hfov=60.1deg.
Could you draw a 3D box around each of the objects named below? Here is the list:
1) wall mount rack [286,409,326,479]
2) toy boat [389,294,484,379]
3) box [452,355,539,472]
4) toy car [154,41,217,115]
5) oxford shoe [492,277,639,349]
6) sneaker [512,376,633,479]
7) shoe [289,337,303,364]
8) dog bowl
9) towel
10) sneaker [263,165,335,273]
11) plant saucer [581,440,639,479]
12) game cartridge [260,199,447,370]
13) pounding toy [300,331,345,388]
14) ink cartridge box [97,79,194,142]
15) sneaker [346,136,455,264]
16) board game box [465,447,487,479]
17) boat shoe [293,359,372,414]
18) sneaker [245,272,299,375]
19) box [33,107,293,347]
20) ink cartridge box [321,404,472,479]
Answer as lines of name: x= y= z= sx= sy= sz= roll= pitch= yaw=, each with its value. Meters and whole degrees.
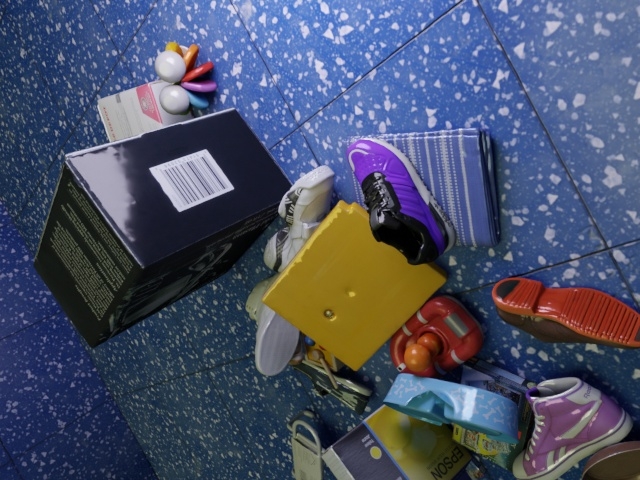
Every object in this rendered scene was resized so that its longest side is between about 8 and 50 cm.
wall mount rack: x=0.037 y=0.667 z=1.644 sx=0.304 sy=0.131 sz=0.349 roll=20 pitch=124 yaw=38
toy boat: x=0.233 y=0.233 z=1.205 sx=0.151 sy=0.151 sz=0.231 roll=49 pitch=135 yaw=12
box: x=0.385 y=0.386 z=1.226 sx=0.159 sy=0.044 sz=0.232 roll=21 pitch=124 yaw=33
toy car: x=-0.332 y=-0.408 z=1.405 sx=0.137 sy=0.159 sz=0.181 roll=1 pitch=118 yaw=2
oxford shoe: x=0.455 y=0.146 z=1.016 sx=0.272 sy=0.097 sz=0.098 roll=18 pitch=143 yaw=40
sneaker: x=0.450 y=0.370 z=1.106 sx=0.161 sy=0.102 sz=0.282 roll=38 pitch=123 yaw=4
shoe: x=-0.097 y=0.278 z=1.529 sx=0.219 sy=0.077 sz=0.058 roll=-136 pitch=44 yaw=-70
dog bowl: x=0.276 y=0.349 z=1.170 sx=0.297 sy=0.074 sz=0.166 roll=2 pitch=153 yaw=43
towel: x=0.201 y=-0.109 z=1.143 sx=0.336 sy=0.040 sz=0.243 roll=6 pitch=118 yaw=42
sneaker: x=0.000 y=0.000 z=1.312 sx=0.210 sy=0.137 sz=0.365 roll=43 pitch=139 yaw=15
plant saucer: x=0.567 y=0.419 z=1.029 sx=0.169 sy=0.029 sz=0.168 roll=-2 pitch=131 yaw=-2
game cartridge: x=0.068 y=0.103 z=1.232 sx=0.285 sy=0.052 sz=0.323 roll=38 pitch=113 yaw=-5
pounding toy: x=0.015 y=0.295 z=1.474 sx=0.130 sy=0.100 sz=0.141 roll=8 pitch=117 yaw=40
ink cartridge box: x=-0.493 y=-0.335 z=1.588 sx=0.283 sy=0.117 sz=0.207 roll=1 pitch=113 yaw=42
sneaker: x=0.136 y=-0.074 z=1.087 sx=0.293 sy=0.146 sz=0.102 roll=51 pitch=139 yaw=6
board game box: x=0.349 y=0.553 z=1.365 sx=0.090 sy=0.020 sz=0.090 roll=47 pitch=135 yaw=15
boat shoe: x=0.022 y=0.398 z=1.522 sx=0.255 sy=0.095 sz=0.079 roll=18 pitch=81 yaw=28
sneaker: x=-0.138 y=0.225 z=1.491 sx=0.108 sy=0.292 sz=0.169 roll=28 pitch=150 yaw=-27
box: x=-0.397 y=-0.034 z=1.398 sx=0.297 sy=0.480 sz=0.472 roll=54 pitch=137 yaw=5
ink cartridge box: x=0.206 y=0.524 z=1.254 sx=0.307 sy=0.304 sz=0.072 roll=49 pitch=135 yaw=19
